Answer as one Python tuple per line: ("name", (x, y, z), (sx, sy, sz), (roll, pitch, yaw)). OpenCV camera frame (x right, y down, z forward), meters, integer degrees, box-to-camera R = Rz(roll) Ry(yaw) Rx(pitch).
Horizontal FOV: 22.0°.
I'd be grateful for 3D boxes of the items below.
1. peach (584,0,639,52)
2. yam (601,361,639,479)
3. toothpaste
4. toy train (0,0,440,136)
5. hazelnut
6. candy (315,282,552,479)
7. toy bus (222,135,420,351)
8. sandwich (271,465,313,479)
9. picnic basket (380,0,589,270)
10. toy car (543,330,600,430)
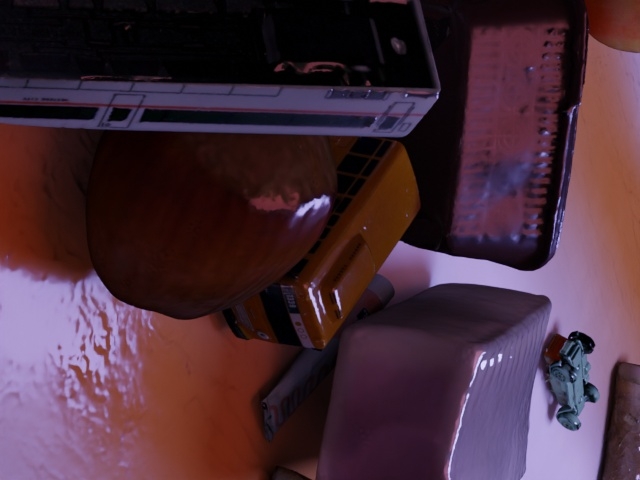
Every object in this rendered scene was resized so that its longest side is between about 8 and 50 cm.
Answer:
("peach", (0.377, -0.303, 1.917), (0.184, 0.184, 0.184), (-31, 128, -51))
("yam", (0.447, 0.351, 2.404), (0.081, 0.081, 0.356), (-18, 117, -56))
("toothpaste", (0.004, 0.108, 1.597), (0.205, 0.036, 0.056), (-48, 145, -34))
("toy train", (-0.122, -0.120, 1.100), (0.407, 0.088, 0.086), (0, 64, -25))
("hazelnut", (-0.076, -0.037, 1.249), (0.210, 0.186, 0.210), (-10, 90, -69))
("candy", (0.123, 0.164, 1.652), (0.359, 0.145, 0.208), (-19, 118, -70))
("toy bus", (0.000, 0.000, 1.461), (0.201, 0.114, 0.098), (-54, 143, -33))
("sandwich", (0.014, 0.320, 1.648), (0.094, 0.096, 0.258), (-59, 144, -17))
("picnic basket", (0.130, -0.122, 1.574), (0.129, 0.222, 0.296), (-6, 109, -35))
("toy car", (0.327, 0.183, 2.156), (0.073, 0.054, 0.143), (-54, 148, -31))
